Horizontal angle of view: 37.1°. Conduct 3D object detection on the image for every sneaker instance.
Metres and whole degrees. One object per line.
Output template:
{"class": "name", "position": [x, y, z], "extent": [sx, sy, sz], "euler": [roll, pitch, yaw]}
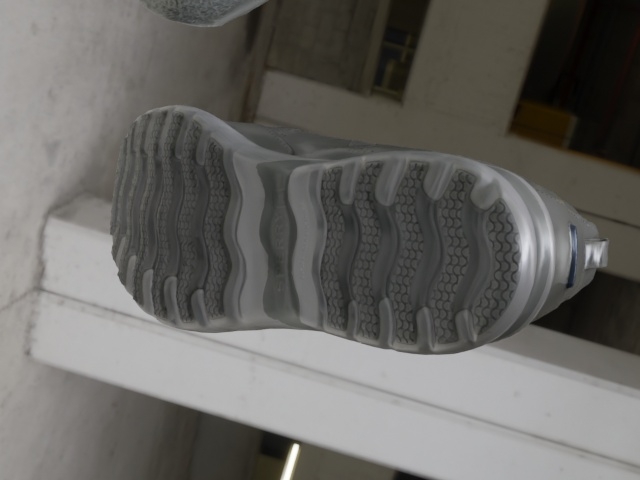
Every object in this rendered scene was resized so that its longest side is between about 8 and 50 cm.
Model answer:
{"class": "sneaker", "position": [0.000, 0.000, 0.459], "extent": [0.115, 0.281, 0.105], "euler": [3, 99, -46]}

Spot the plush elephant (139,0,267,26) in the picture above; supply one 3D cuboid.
{"class": "plush elephant", "position": [0.025, -0.289, 0.433], "extent": [0.272, 0.255, 0.330], "euler": [-31, -178, -42]}
